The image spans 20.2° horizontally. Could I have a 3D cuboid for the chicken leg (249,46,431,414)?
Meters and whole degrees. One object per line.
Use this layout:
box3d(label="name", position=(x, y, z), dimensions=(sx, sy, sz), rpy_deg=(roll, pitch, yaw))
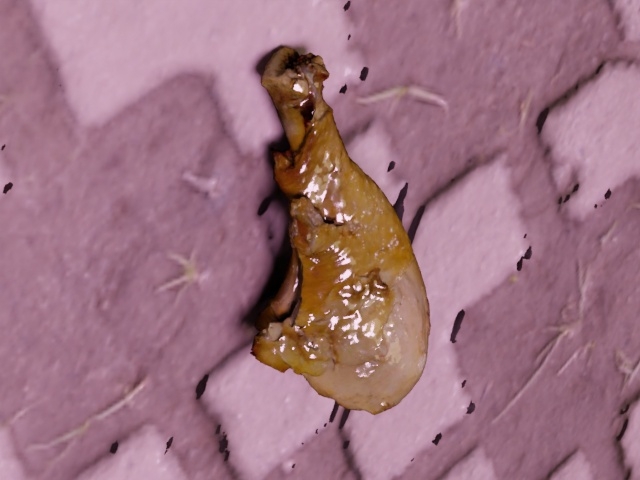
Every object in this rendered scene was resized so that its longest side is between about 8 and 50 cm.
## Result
box3d(label="chicken leg", position=(0.000, 0.000, 0.822), dimensions=(0.093, 0.070, 0.178), rpy_deg=(-24, 119, -24))
